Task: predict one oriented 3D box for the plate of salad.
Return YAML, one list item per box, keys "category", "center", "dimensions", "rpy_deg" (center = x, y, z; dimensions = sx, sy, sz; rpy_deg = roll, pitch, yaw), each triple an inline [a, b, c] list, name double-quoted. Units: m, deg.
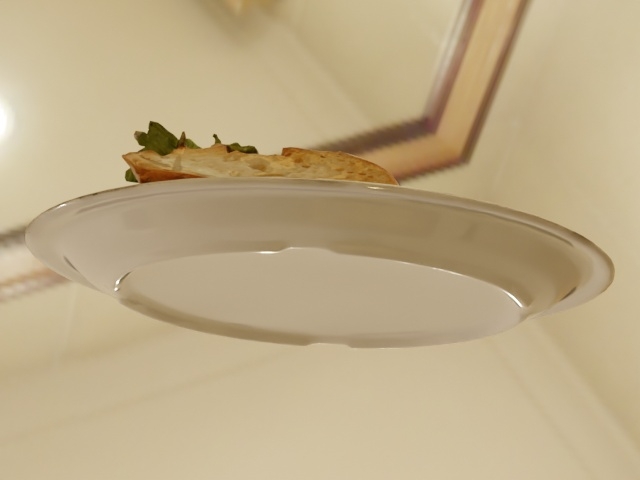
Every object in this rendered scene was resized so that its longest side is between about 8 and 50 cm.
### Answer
- category: "plate of salad"
  center: [0.000, 0.000, 0.598]
  dimensions: [0.199, 0.200, 0.048]
  rpy_deg: [6, -106, -12]
